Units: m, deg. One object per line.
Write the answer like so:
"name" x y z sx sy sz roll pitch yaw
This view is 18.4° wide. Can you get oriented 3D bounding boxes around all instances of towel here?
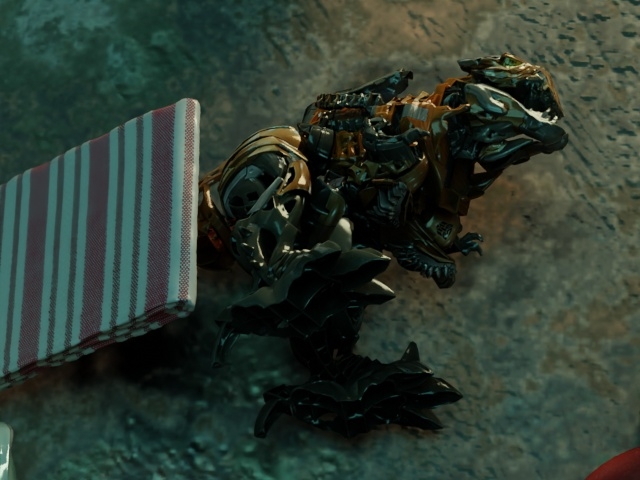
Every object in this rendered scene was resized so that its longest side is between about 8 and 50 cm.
"towel" -0.144 0.007 1.198 0.197 0.029 0.144 -22 54 33

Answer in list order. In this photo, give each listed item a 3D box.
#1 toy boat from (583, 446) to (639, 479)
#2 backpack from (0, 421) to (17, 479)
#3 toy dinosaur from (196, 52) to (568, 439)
"toy boat" 0.185 0.211 1.047 0.151 0.151 0.231 12 63 10
"backpack" -0.261 0.171 1.067 0.191 0.225 0.253 -1 54 -21
"toy dinosaur" 0.000 0.000 1.204 0.322 0.164 0.218 -37 41 25
